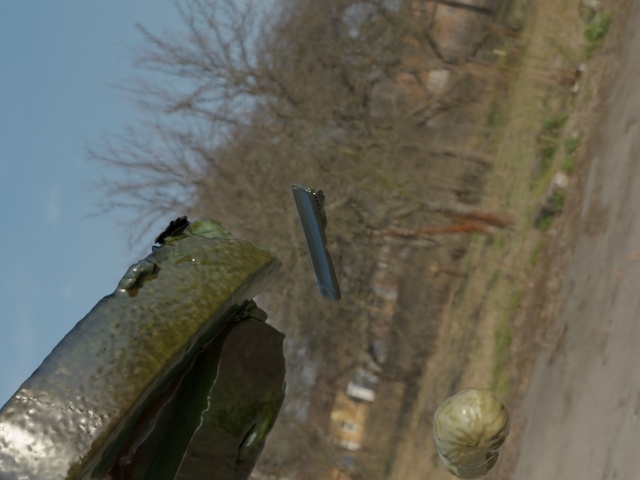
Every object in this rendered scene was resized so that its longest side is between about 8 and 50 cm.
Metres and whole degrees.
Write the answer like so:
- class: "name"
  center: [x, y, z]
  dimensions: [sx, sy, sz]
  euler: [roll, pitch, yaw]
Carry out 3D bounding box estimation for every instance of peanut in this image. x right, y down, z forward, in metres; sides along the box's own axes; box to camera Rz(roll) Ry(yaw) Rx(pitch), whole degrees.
- class: "peanut"
  center: [0.072, 0.092, 0.463]
  dimensions: [0.083, 0.037, 0.037]
  euler: [67, -144, -61]

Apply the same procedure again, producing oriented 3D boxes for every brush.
- class: "brush"
  center: [0.000, 0.000, 1.154]
  dimensions: [0.027, 0.034, 0.190]
  euler: [-51, -35, -32]

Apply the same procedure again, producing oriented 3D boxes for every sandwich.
- class: "sandwich"
  center: [-0.134, 0.154, 0.723]
  dimensions: [0.250, 0.162, 0.301]
  euler: [-47, -7, -41]
